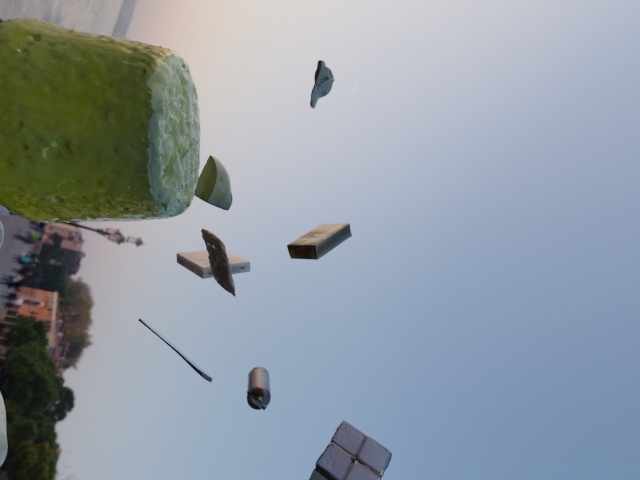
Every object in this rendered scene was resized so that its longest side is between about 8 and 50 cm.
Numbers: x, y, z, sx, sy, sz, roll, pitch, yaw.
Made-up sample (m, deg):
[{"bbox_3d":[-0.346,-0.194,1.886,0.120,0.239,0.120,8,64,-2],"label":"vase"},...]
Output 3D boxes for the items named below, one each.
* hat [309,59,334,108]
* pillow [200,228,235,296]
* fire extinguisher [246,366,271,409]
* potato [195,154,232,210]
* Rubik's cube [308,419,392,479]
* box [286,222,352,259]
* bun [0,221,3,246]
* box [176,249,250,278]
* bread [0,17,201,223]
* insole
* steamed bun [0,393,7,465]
[{"bbox_3d":[0.001,-0.595,1.686,0.122,0.081,0.166,116,-6,-87],"label":"hat"},{"bbox_3d":[-0.307,0.065,1.308,0.135,0.034,0.211,31,-42,44],"label":"pillow"},{"bbox_3d":[-0.304,0.716,2.094,0.114,0.135,0.337,-46,-169,-2],"label":"fire extinguisher"},{"bbox_3d":[-0.272,-0.155,1.221,0.081,0.149,0.120,28,-87,18],"label":"potato"},{"bbox_3d":[0.073,0.653,1.212,0.167,0.183,0.180,29,-56,18],"label":"Rubik's cube"},{"bbox_3d":[0.000,0.000,1.787,0.159,0.240,0.071,3,-65,40],"label":"box"},{"bbox_3d":[-0.886,-0.024,1.060,0.113,0.173,0.166,19,-132,29],"label":"bun"},{"bbox_3d":[-0.465,0.092,1.859,0.365,0.204,0.051,13,-74,56],"label":"box"},{"bbox_3d":[-0.381,-0.198,0.767,0.348,0.307,0.348,2,90,-85],"label":"bread"},{"bbox_3d":[-0.387,0.281,1.139,0.309,0.110,0.012,27,-113,30],"label":"insole"},{"bbox_3d":[-1.096,0.479,1.147,0.290,0.371,0.456,-46,-109,17],"label":"steamed bun"}]
